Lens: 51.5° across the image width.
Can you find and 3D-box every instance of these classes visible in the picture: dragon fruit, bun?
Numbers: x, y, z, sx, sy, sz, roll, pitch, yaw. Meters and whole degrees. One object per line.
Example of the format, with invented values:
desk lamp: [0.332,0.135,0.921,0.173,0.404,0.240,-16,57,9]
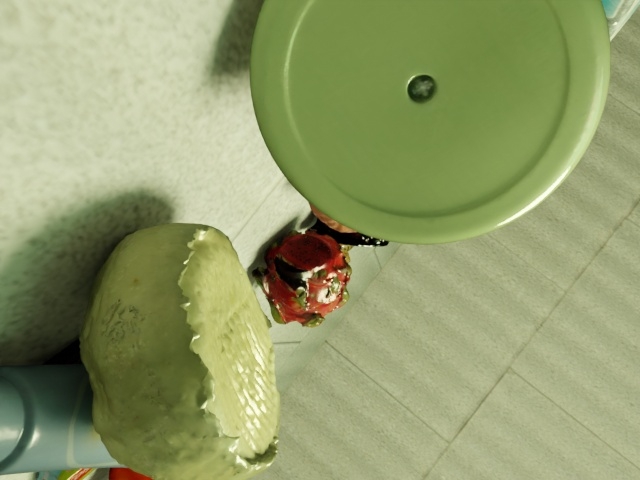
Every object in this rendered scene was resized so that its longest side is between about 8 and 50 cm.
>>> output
dragon fruit: [-0.035,0.072,1.125,0.172,0.166,0.160,100,-11,-45]
bun: [-0.139,0.111,0.633,0.152,0.260,0.259,-15,174,10]

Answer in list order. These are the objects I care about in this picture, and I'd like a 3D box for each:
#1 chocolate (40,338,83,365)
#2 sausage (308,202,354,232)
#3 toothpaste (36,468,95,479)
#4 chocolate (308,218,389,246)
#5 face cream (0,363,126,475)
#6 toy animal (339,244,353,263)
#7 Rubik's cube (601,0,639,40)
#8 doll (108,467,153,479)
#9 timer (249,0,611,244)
chocolate: [-0.275,0.146,0.688,0.182,0.028,0.086,-36,158,-48]
sausage: [0.070,-0.110,1.014,0.254,0.148,0.148,-33,158,-49]
toothpaste: [-0.302,0.271,0.928,0.193,0.044,0.070,-38,161,-53]
chocolate: [0.060,-0.064,1.209,0.156,0.156,0.133,-13,111,-73]
face cream: [-0.243,0.168,0.634,0.385,0.086,0.136,41,52,-70]
toy animal: [0.062,0.003,1.529,0.241,0.056,0.099,-49,168,-13]
Rubik's cube: [0.240,-0.370,0.563,0.259,0.253,0.256,-54,168,2]
doll: [-0.280,0.411,1.164,0.363,0.160,0.183,-43,165,-30]
timer: [0.102,-0.190,0.666,0.291,0.290,0.315,-58,-173,27]
